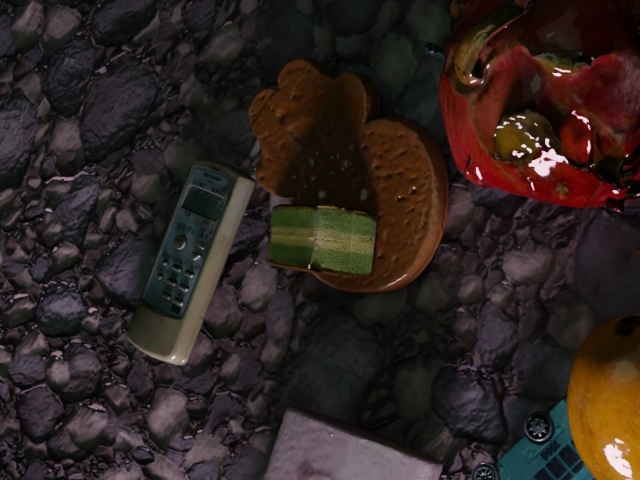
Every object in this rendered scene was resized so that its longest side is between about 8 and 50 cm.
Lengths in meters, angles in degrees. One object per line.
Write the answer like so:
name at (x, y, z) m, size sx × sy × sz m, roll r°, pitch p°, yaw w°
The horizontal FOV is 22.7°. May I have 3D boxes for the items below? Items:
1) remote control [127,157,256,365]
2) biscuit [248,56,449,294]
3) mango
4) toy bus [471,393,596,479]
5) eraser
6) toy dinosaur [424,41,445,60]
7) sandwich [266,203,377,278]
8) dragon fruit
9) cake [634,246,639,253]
remote control at (-0.147, 0.023, 1.801) m, size 0.098 × 0.038 × 0.233 m, roll 22°, pitch 90°, yaw 45°
biscuit at (0.026, -0.072, 1.733) m, size 0.202 × 0.044 × 0.288 m, roll -49°, pitch 61°, yaw 19°
mango at (0.336, 0.187, 1.448) m, size 0.177 × 0.120 × 0.295 m, roll -33°, pitch 111°, yaw 14°
toy bus at (0.225, 0.226, 1.557) m, size 0.160 × 0.079 × 0.092 m, roll -46°, pitch 63°, yaw 13°
eraser at (0.003, 0.325, 1.646) m, size 0.174 × 0.095 × 0.270 m, roll 19°, pitch 90°, yaw 26°
toy dinosaur at (0.165, -0.159, 1.678) m, size 0.055 × 0.049 × 0.154 m, roll -49°, pitch 68°, yaw 15°
sandwich at (0.000, 0.000, 1.716) m, size 0.116 × 0.074 × 0.074 m, roll 5°, pitch 88°, yaw 65°
dragon fruit at (0.237, -0.184, 1.506) m, size 0.250 × 0.269 × 0.291 m, roll 20°, pitch 110°, yaw 12°
cake at (0.431, 0.006, 1.434) m, size 0.293 × 0.196 × 0.198 m, roll 15°, pitch 86°, yaw 33°
